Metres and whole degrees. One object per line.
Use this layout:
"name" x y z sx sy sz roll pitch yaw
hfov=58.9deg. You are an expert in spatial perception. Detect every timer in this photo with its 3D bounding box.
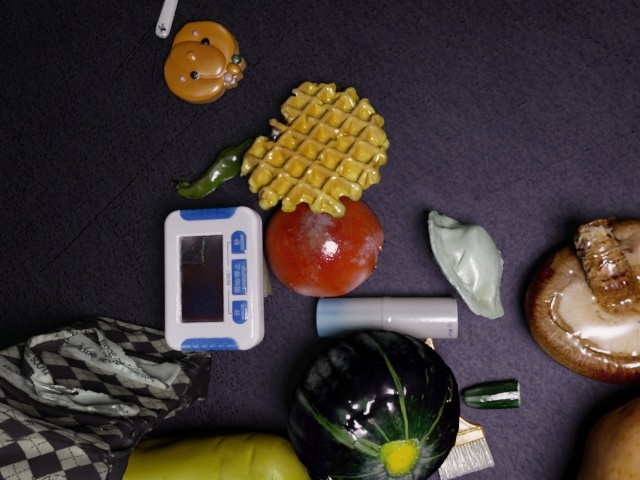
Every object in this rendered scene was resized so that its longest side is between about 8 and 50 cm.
"timer" -0.190 0.069 1.026 0.178 0.078 0.254 -2 85 12

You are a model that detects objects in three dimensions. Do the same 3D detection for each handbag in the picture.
"handbag" -0.378 0.263 0.939 0.316 0.416 0.180 10 97 10

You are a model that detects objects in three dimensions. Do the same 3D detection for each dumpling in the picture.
"dumpling" 0.260 0.035 0.980 0.108 0.152 0.219 -38 86 7

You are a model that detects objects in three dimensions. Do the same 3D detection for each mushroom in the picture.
"mushroom" 0.486 0.092 0.939 0.296 0.163 0.278 -25 91 7

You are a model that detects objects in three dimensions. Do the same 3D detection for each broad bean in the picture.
"broad bean" -0.206 -0.136 1.126 0.195 0.046 0.061 -28 85 8

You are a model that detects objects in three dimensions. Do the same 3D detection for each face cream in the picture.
"face cream" 0.121 0.141 1.034 0.249 0.077 0.077 -1 86 9

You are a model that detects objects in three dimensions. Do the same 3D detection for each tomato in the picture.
"tomato" 0.000 0.000 1.033 0.227 0.112 0.199 -21 71 4

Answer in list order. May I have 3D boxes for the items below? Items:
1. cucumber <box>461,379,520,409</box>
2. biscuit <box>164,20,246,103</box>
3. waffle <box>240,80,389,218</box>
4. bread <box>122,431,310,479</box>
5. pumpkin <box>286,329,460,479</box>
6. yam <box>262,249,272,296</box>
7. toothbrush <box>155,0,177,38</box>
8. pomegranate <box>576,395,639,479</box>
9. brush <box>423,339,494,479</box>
"cucumber" 0.305 0.279 1.009 0.105 0.048 0.048 -9 84 11
"biscuit" -0.235 -0.360 1.144 0.170 0.050 0.171 -1 87 10
"waffle" -0.013 -0.174 1.030 0.283 0.065 0.310 -13 58 -2
"bread" -0.194 0.445 0.988 0.376 0.251 0.208 -8 43 12
"pumpkin" 0.084 0.279 0.962 0.295 0.296 0.296 -1 86 9
"yam" -0.139 0.030 1.093 0.068 0.068 0.170 -14 87 8
"toothbrush" -0.283 -0.609 1.176 0.040 0.040 0.387 15 89 10
"pomegranate" 0.567 0.403 0.807 0.411 0.411 0.412 -1 86 9
"brush" 0.223 0.292 1.039 0.103 0.013 0.272 -20 82 7
